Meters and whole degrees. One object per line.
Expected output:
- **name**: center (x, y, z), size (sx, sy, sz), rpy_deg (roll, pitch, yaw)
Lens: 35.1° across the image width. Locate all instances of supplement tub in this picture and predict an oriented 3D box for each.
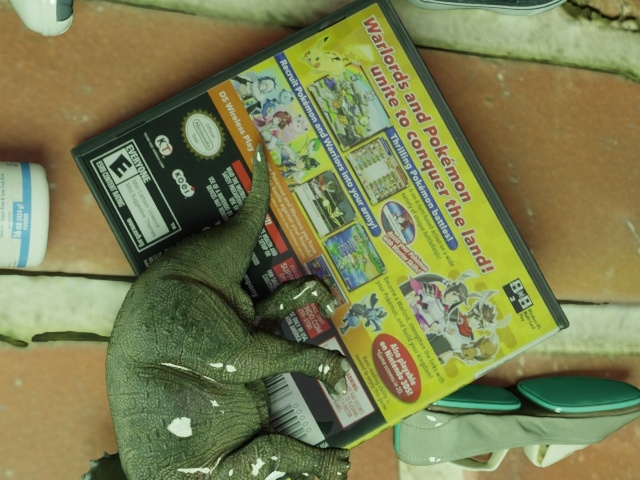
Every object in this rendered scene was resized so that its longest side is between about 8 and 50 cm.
- **supplement tub**: center (-0.232, -0.018, 0.650), size (0.107, 0.071, 0.071), rpy_deg (1, 78, -22)

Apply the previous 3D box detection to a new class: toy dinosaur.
- **toy dinosaur**: center (-0.069, 0.088, 0.624), size (0.160, 0.121, 0.313), rpy_deg (6, 89, -16)

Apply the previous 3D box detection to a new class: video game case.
- **video game case**: center (0.000, 0.000, 0.711), size (0.248, 0.035, 0.275), rpy_deg (-28, 87, -4)

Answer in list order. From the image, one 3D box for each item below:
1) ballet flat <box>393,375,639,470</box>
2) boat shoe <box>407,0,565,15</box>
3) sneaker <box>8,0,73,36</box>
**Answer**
- **ballet flat**: center (0.152, 0.142, 0.778), size (0.213, 0.072, 0.068), rpy_deg (3, 104, -20)
- **boat shoe**: center (0.161, -0.231, 0.847), size (0.183, 0.083, 0.065), rpy_deg (-10, 82, -24)
- **sneaker**: center (-0.268, -0.226, 0.671), size (0.153, 0.094, 0.235), rpy_deg (-22, 87, -23)
